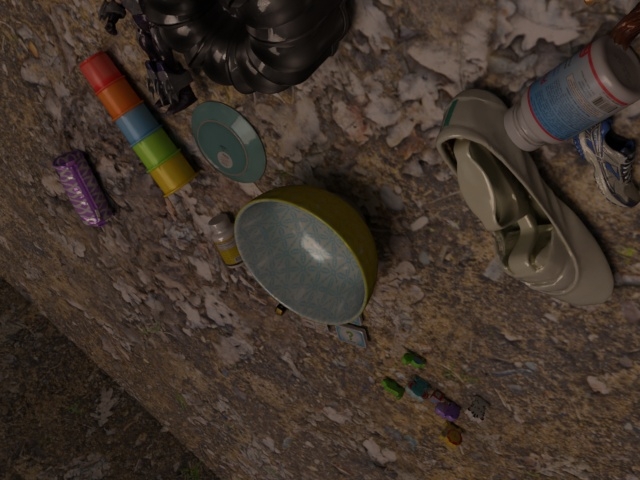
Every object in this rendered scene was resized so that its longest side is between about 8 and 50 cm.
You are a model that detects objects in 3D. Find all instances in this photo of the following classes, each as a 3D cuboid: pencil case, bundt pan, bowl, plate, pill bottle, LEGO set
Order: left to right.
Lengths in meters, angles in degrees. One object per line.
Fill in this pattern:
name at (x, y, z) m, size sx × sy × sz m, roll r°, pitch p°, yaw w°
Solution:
pencil case at (-0.613, -0.130, 1.678) m, size 0.088 × 0.086 × 0.206 m, roll 52°, pitch 164°, yaw 52°
plate at (-0.191, -0.189, 1.298) m, size 0.188 × 0.024 × 0.188 m, roll 23°, pitch 139°, yaw 22°
pill bottle at (-0.207, 0.000, 1.466) m, size 0.065 × 0.065 × 0.116 m, roll 3°, pitch 128°, yaw 40°
bundt pan at (-0.130, -0.340, 0.940) m, size 0.330 × 0.124 × 0.331 m, roll 24°, pitch 155°, yaw 12°
LEGO set at (-0.020, 0.153, 1.461) m, size 0.244 × 0.060 × 0.183 m, roll 12°, pitch 130°, yaw 34°
bowl at (0.000, 0.000, 1.205) m, size 0.289 × 0.156 × 0.290 m, roll 24°, pitch 140°, yaw 23°
pill bottle at (0.310, -0.176, 0.811) m, size 0.087 × 0.087 × 0.160 m, roll 47°, pitch 143°, yaw -7°

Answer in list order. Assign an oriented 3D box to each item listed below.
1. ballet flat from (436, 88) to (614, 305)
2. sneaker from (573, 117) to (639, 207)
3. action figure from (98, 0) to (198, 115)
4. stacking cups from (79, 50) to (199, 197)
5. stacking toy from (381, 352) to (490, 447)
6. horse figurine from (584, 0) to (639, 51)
ballet flat at (0.286, -0.029, 0.945) m, size 0.139 × 0.139 × 0.400 m, roll -18°, pitch 114°, yaw 49°
sneaker at (0.387, -0.101, 0.849) m, size 0.058 × 0.052 × 0.135 m, roll -25°, pitch 108°, yaw 47°
action figure at (-0.304, -0.375, 1.156) m, size 0.185 × 0.099 × 0.285 m, roll 16°, pitch 133°, yaw 43°
stacking cups at (-0.385, -0.242, 1.359) m, size 0.096 × 0.096 × 0.316 m, roll -15°, pitch 116°, yaw 48°
stacking toy at (0.244, 0.350, 1.425) m, size 0.221 × 0.052 × 0.167 m, roll 35°, pitch 142°, yaw 11°
horse figurine at (0.319, -0.336, 0.664) m, size 0.174 × 0.066 × 0.263 m, roll -5°, pitch 122°, yaw 51°
